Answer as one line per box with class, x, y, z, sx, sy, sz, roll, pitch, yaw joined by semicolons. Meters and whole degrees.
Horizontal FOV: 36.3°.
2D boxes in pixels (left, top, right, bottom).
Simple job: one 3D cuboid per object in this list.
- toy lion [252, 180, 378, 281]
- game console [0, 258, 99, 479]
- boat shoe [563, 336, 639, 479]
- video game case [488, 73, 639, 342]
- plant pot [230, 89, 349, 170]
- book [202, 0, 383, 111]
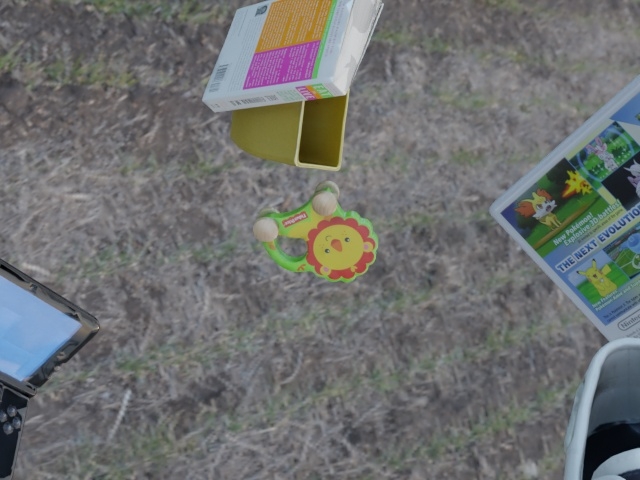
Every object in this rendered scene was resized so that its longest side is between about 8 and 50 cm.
toy lion;0.000;0.000;0.918;0.096;0.100;0.034;61;16;-20
game console;-0.241;0.092;0.691;0.144;0.085;0.124;41;39;-43
boat shoe;0.140;0.125;0.392;0.267;0.096;0.088;-55;137;-64
video game case;0.360;-0.012;0.896;0.300;0.329;0.036;48;44;4
plant pot;-0.032;-0.108;0.863;0.081;0.083;0.081;-1;99;-61
book;-0.028;-0.156;0.800;0.035;0.144;0.096;39;62;-43
